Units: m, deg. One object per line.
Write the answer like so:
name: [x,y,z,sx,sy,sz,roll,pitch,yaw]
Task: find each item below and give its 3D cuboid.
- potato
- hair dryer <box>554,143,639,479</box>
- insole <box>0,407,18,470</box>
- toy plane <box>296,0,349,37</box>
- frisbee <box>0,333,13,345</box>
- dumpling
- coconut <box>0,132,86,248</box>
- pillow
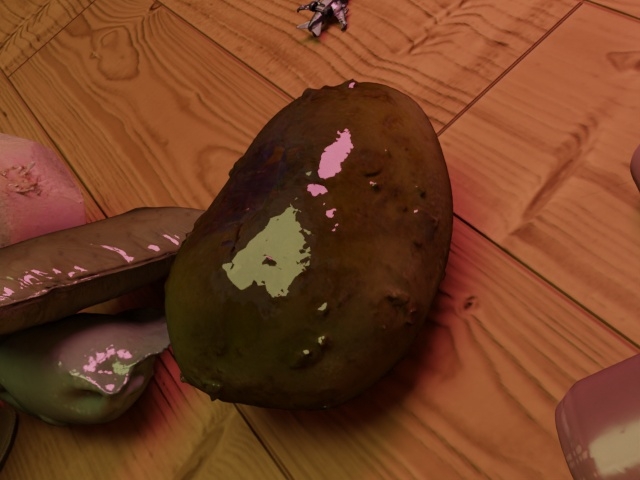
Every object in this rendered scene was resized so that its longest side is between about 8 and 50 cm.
potato: [0.000,0.000,0.818,0.210,0.173,0.307,0,55,41]
hair dryer: [0.247,0.036,0.648,0.210,0.125,0.352,-28,30,17]
insole: [-0.365,0.272,0.978,0.081,0.011,0.248,-6,50,35]
toy plane: [0.010,-0.275,1.193,0.078,0.031,0.083,29,75,34]
frisbee: [-0.378,0.135,1.121,0.110,0.014,0.110,-23,41,21]
dumpling: [-0.219,0.120,0.954,0.217,0.149,0.104,-11,84,38]
coconut: [-0.365,-0.019,1.109,0.224,0.224,0.234,-6,7,36]
pillow: [-0.231,0.023,0.952,0.302,0.075,0.185,-21,13,-39]
